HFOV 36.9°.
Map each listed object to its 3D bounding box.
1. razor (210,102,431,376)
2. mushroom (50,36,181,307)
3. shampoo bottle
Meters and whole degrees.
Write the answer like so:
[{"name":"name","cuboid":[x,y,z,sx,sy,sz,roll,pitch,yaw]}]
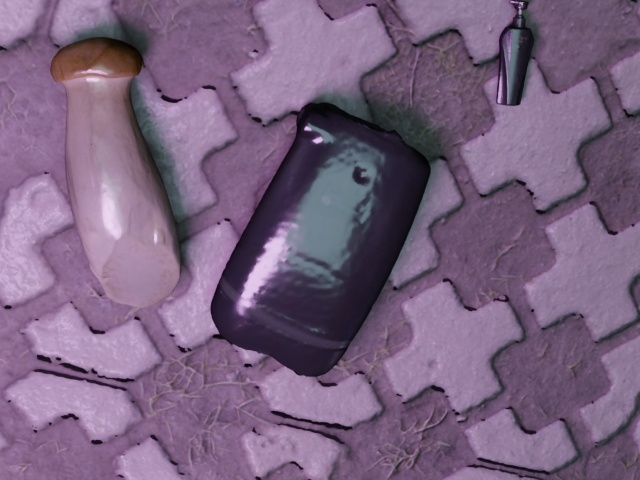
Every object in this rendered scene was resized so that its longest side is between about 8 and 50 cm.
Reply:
[{"name":"razor","cuboid":[0.000,0.001,1.264,0.204,0.113,0.349,23,101,-13]},{"name":"mushroom","cuboid":[-0.253,-0.075,1.194,0.128,0.128,0.350,-9,104,-8]},{"name":"shampoo bottle","cuboid":[0.259,-0.249,1.280,0.048,0.027,0.137,1,106,-13]}]
